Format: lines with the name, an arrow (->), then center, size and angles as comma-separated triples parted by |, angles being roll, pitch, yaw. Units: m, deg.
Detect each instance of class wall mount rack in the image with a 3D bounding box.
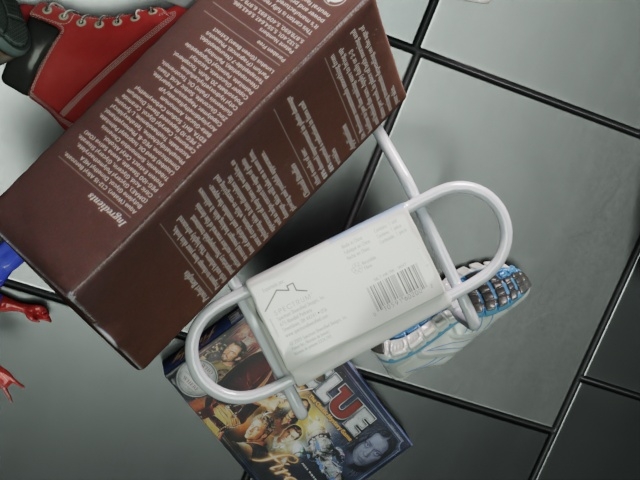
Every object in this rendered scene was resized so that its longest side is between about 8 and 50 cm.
wall mount rack -> 0.000, 0.000, 1.414 | 0.350, 0.130, 0.304 | -27, 102, -4

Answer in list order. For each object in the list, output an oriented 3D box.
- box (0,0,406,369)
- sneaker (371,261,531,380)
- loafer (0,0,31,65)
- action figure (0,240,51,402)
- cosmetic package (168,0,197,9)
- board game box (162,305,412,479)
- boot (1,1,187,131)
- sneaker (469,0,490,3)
box -> -0.105, -0.082, 1.302 | 0.381, 0.143, 0.191 | -47, 154, -11
sneaker -> 0.144, 0.091, 1.537 | 0.191, 0.071, 0.083 | -26, 136, -4
loafer -> -0.375, -0.267, 1.306 | 0.084, 0.096, 0.267 | -33, 95, 19
action figure -> -0.292, 0.045, 1.419 | 0.280, 0.091, 0.139 | -43, 100, 5
cosmetic package -> -0.178, -0.326, 1.218 | 0.225, 0.224, 0.138 | 41, 98, 5
board game box -> -0.034, 0.179, 1.536 | 0.165, 0.042, 0.243 | -37, 110, 2
boot -> -0.190, -0.214, 1.367 | 0.176, 0.088, 0.244 | 40, 83, 3
sneaker -> 0.113, -0.282, 1.411 | 0.134, 0.051, 0.070 | 7, 105, -15
